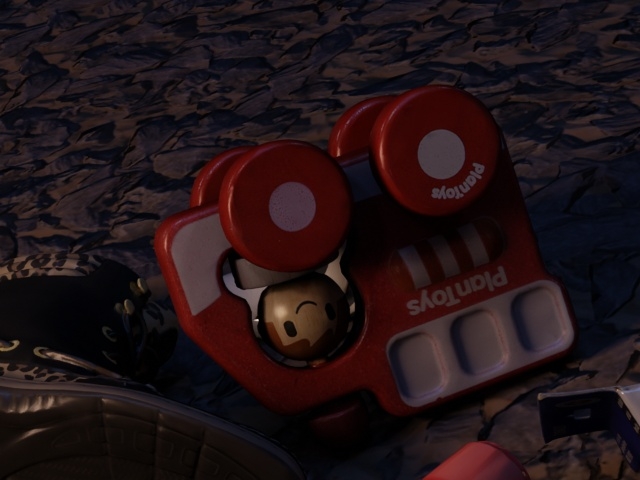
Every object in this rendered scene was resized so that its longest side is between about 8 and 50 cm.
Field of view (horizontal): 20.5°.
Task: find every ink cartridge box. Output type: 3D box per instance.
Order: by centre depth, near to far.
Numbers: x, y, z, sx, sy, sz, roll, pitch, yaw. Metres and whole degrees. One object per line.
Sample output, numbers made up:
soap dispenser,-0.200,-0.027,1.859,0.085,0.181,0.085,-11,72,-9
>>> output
ink cartridge box,0.261,0.119,1.194,0.224,0.045,0.223,-12,-14,6

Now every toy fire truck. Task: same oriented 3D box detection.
toy fire truck,0.037,0.026,1.396,0.302,0.254,0.169,-21,6,-13

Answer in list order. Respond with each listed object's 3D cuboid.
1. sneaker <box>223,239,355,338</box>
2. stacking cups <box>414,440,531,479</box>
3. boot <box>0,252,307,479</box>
sneaker,0.000,0.000,1.555,0.235,0.153,0.094,0,30,25
stacking cups,0.015,0.223,1.082,0.096,0.096,0.316,14,40,42
boot,-0.170,0.124,1.421,0.377,0.138,0.284,8,21,10
